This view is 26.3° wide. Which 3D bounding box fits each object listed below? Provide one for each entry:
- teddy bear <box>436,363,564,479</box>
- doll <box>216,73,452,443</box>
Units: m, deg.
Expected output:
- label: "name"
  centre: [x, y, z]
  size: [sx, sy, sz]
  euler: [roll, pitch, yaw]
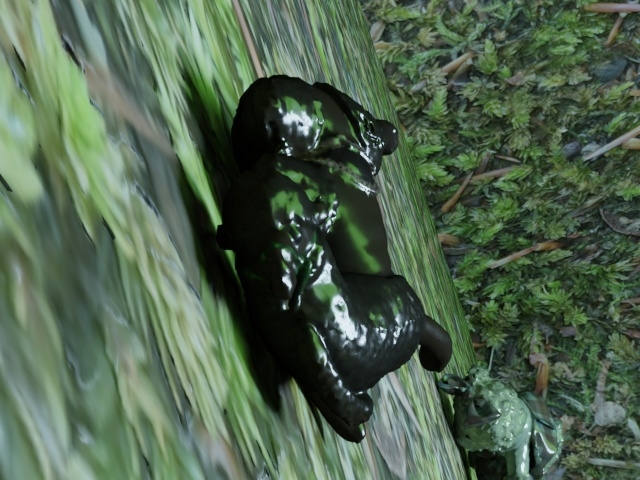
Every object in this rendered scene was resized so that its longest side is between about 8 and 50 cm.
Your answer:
- label: "teddy bear"
  centre: [0.195, 0.200, 1.392]
  size: [0.213, 0.111, 0.133]
  euler: [68, 4, -48]
- label: "doll"
  centre: [0.000, 0.000, 0.476]
  size: [0.165, 0.057, 0.139]
  euler: [45, 31, -67]
